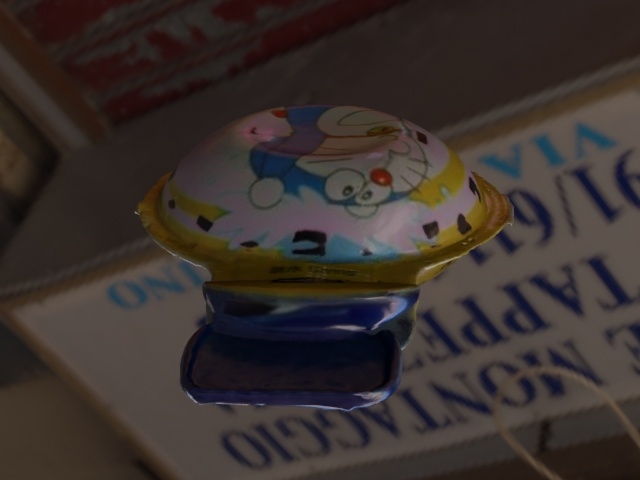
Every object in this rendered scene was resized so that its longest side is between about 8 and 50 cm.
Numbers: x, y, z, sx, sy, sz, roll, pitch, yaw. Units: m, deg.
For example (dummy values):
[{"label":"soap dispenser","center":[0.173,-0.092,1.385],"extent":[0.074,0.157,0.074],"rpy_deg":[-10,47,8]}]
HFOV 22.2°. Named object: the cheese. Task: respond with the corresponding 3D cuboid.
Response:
[{"label":"cheese","center":[0.000,0.000,0.646],"extent":[0.156,0.064,0.250],"rpy_deg":[0,-155,3]}]
